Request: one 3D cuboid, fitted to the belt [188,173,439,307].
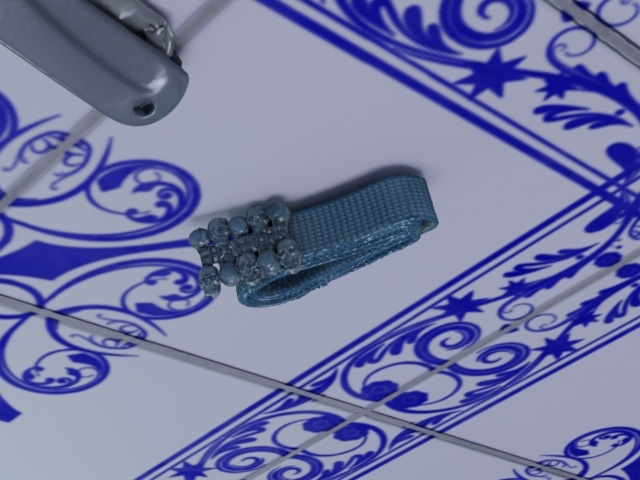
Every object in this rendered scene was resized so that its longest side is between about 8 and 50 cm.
[{"bbox_3d":[-0.001,-0.004,0.927,0.179,0.065,0.100,-25,152,19],"label":"belt"}]

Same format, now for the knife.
[{"bbox_3d":[-0.174,-0.148,0.692,0.073,0.040,0.265,-37,138,18],"label":"knife"}]
